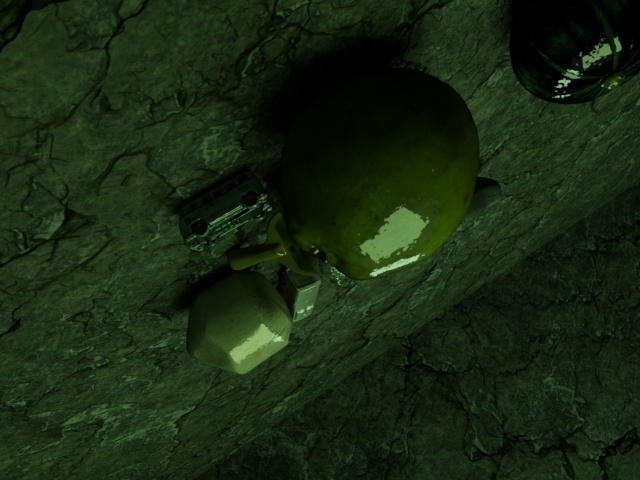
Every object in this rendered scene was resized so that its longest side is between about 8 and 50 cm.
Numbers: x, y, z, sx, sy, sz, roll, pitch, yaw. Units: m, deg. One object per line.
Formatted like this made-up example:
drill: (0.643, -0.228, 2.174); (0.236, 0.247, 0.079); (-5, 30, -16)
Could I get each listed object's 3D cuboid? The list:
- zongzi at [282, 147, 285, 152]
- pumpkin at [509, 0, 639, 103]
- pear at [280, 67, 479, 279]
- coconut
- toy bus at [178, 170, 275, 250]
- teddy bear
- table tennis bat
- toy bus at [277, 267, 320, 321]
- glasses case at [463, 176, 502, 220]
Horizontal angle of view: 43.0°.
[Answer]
zongzi: (-0.027, -0.178, 1.626); (0.073, 0.067, 0.083); (-49, 175, 15)
pumpkin: (0.530, -0.395, 1.609); (0.315, 0.238, 0.315); (-23, 162, -8)
pear: (0.108, -0.131, 1.444); (0.413, 0.352, 0.352); (-57, 172, -25)
coconut: (-0.211, 0.211, 2.012); (0.266, 0.237, 0.237); (-30, 161, 5)
toy bus: (-0.191, -0.059, 1.594); (0.194, 0.089, 0.087); (-30, 159, -3)
teddy bear: (0.013, -0.044, 1.666); (0.236, 0.267, 0.151); (4, 142, -38)
table tennis bat: (-0.069, 0.008, 1.857); (0.321, 0.198, 0.050); (-16, -152, 20)
toy bus: (-0.061, 0.141, 2.258); (0.092, 0.106, 0.268); (-23, 159, -17)
glasses case: (0.346, -0.087, 2.261); (0.323, 0.074, 0.131); (-25, -162, -17)
